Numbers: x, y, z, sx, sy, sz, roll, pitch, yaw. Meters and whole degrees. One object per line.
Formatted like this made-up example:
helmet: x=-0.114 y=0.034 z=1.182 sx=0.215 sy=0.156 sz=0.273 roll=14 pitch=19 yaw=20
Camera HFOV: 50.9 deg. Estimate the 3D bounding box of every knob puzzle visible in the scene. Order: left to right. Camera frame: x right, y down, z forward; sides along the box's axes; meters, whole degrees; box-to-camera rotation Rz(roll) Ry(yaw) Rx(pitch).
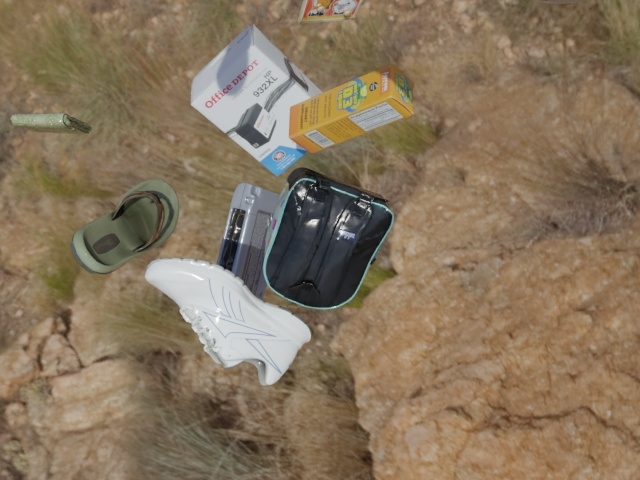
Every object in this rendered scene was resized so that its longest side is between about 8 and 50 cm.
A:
knob puzzle: x=0.043 y=-0.633 z=1.740 sx=0.213 sy=0.213 sz=0.030 roll=-24 pitch=69 yaw=11

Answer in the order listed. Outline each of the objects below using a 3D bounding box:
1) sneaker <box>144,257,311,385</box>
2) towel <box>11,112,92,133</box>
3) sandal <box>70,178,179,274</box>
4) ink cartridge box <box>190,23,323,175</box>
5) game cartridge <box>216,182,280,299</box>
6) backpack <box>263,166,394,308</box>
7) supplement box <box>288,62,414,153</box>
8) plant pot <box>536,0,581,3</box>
sneaker: x=-0.154 y=0.127 z=1.077 sx=0.111 sy=0.297 sz=0.129 roll=-22 pitch=38 yaw=63
towel: x=-0.505 y=-0.220 z=1.267 sx=0.110 sy=0.148 sz=0.027 roll=1 pitch=93 yaw=0
sandal: x=-0.337 y=-0.033 z=1.244 sx=0.086 sy=0.120 sz=0.303 roll=-37 pitch=12 yaw=28
ink cartridge box: x=-0.141 y=-0.346 z=1.698 sx=0.223 sy=0.307 sz=0.129 roll=-37 pitch=35 yaw=22
game cartridge: x=-0.158 y=0.031 z=1.479 sx=0.062 sy=0.198 sz=0.297 roll=14 pitch=90 yaw=14
backpack: x=0.000 y=0.000 z=0.998 sx=0.144 sy=0.166 sz=0.188 roll=-122 pitch=51 yaw=-74
supplement box: x=0.053 y=-0.237 z=1.223 sx=0.233 sy=0.080 sz=0.078 roll=-15 pitch=61 yaw=33
plant pot: x=0.162 y=-0.323 z=0.471 sx=0.248 sy=0.247 sz=0.252 roll=-52 pitch=13 yaw=-1
